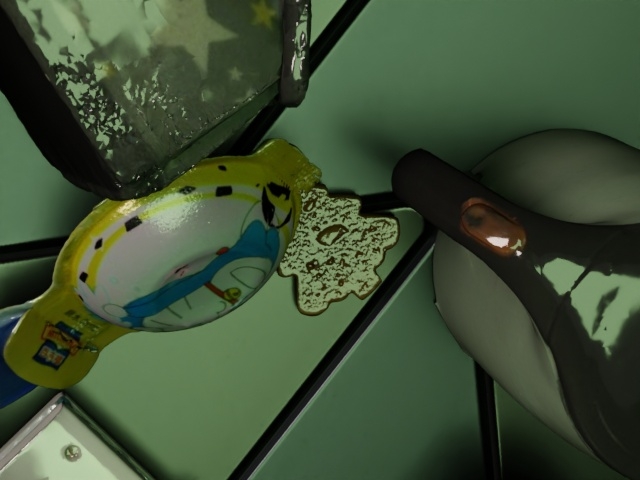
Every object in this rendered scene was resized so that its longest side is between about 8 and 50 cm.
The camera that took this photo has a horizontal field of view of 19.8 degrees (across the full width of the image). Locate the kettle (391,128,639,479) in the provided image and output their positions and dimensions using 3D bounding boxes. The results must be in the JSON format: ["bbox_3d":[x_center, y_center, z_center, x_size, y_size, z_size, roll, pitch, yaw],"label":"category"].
[{"bbox_3d":[0.144,0.024,1.005,0.240,0.255,0.165,30,97,-13],"label":"kettle"}]

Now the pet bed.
[{"bbox_3d":[-0.098,-0.135,0.957,0.159,0.211,0.183,-35,104,-12],"label":"pet bed"}]

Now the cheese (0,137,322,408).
[{"bbox_3d":[-0.108,0.025,1.041,0.250,0.064,0.156,-33,148,12],"label":"cheese"}]

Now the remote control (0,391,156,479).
[{"bbox_3d":[-0.216,0.221,1.083,0.277,0.055,0.103,-44,104,-1],"label":"remote control"}]

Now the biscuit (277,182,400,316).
[{"bbox_3d":[0.000,0.000,1.097,0.092,0.016,0.082,42,96,-13],"label":"biscuit"}]
